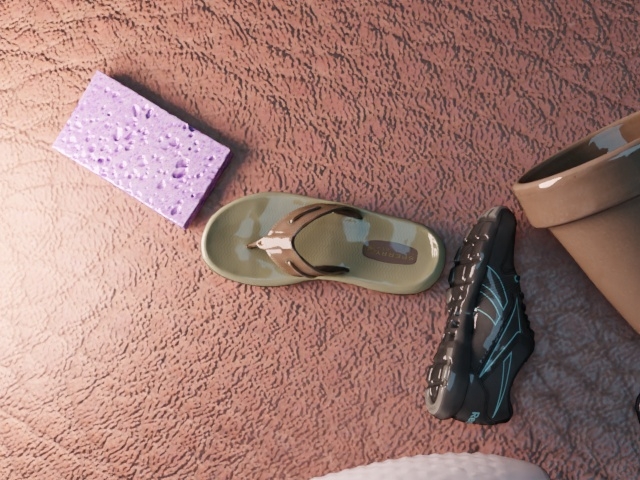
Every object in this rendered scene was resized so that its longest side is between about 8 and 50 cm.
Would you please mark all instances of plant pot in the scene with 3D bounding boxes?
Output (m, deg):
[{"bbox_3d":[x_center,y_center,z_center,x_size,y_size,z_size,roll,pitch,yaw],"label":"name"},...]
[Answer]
[{"bbox_3d":[0.387,-0.022,1.867,0.263,0.263,0.229,-28,95,4],"label":"plant pot"}]

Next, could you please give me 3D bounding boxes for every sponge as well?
[{"bbox_3d":[-0.227,-0.116,2.072,0.210,0.031,0.117,31,87,12],"label":"sponge"}]

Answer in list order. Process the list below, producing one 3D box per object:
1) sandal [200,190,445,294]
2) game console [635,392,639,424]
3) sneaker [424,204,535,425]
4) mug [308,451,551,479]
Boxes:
[{"bbox_3d":[0.001,-0.001,1.988,0.302,0.086,0.120,4,81,10],"label":"sandal"},{"bbox_3d":[0.473,0.331,1.881,0.213,0.044,0.361,-16,80,6],"label":"game console"},{"bbox_3d":[0.202,0.092,1.951,0.106,0.101,0.267,16,82,-11],"label":"sneaker"},{"bbox_3d":[0.115,0.377,1.766,0.328,0.374,0.276,-15,93,-1],"label":"mug"}]
